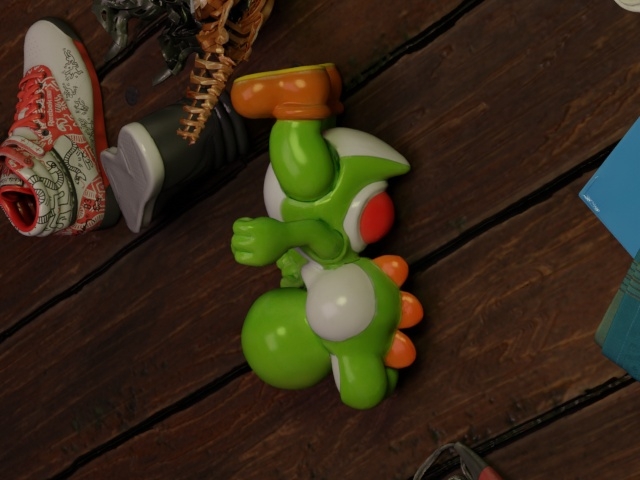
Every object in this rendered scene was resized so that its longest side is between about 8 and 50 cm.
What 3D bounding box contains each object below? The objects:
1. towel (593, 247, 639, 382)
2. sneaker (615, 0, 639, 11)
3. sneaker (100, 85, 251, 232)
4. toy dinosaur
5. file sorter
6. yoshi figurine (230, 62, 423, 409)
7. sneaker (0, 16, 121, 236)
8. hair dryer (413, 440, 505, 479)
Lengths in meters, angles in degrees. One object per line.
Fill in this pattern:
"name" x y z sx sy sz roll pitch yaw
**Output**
"towel" 0.419 0.105 1.647 0.370 0.040 0.271 36 137 17
"sneaker" 0.372 -0.274 1.641 0.292 0.169 0.108 -40 69 38
"sneaker" -0.158 -0.092 2.220 0.104 0.147 0.296 64 163 4
"toy dinosaur" -0.124 -0.262 2.070 0.218 0.322 0.164 -13 129 40
"file sorter" 0.340 -0.063 1.753 0.118 0.104 0.170 52 128 23
"yoshi figurine" -0.028 0.006 2.064 0.203 0.203 0.362 -10 94 59
"sneaker" -0.332 -0.134 2.334 0.090 0.145 0.270 -19 85 43
"hair dryer" 0.203 0.301 1.966 0.293 0.080 0.223 -20 84 43
